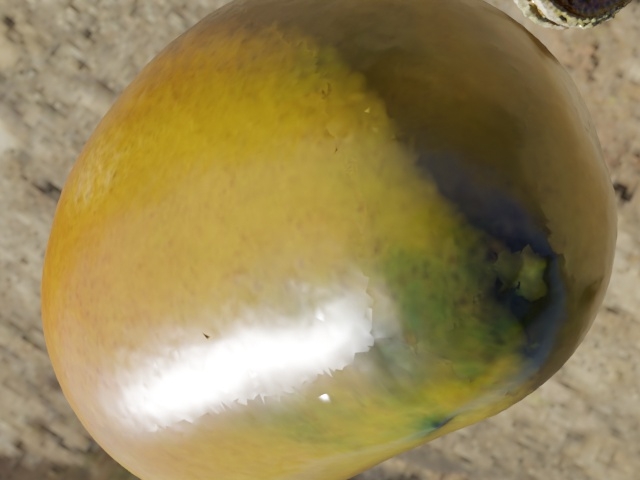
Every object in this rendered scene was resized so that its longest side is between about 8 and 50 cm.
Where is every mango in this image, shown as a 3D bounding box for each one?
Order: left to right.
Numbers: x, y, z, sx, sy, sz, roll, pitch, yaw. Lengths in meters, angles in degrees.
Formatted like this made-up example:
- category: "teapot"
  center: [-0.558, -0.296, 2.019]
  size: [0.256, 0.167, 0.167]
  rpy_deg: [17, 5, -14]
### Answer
- category: "mango"
  center: [-0.003, -0.006, 0.533]
  size: [0.139, 0.175, 0.254]
  rpy_deg: [6, 158, -37]

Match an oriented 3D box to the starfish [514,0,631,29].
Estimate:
- category: "starfish"
  center: [0.156, -0.198, 0.770]
  size: [0.074, 0.146, 0.190]
  rpy_deg: [6, 153, -43]
